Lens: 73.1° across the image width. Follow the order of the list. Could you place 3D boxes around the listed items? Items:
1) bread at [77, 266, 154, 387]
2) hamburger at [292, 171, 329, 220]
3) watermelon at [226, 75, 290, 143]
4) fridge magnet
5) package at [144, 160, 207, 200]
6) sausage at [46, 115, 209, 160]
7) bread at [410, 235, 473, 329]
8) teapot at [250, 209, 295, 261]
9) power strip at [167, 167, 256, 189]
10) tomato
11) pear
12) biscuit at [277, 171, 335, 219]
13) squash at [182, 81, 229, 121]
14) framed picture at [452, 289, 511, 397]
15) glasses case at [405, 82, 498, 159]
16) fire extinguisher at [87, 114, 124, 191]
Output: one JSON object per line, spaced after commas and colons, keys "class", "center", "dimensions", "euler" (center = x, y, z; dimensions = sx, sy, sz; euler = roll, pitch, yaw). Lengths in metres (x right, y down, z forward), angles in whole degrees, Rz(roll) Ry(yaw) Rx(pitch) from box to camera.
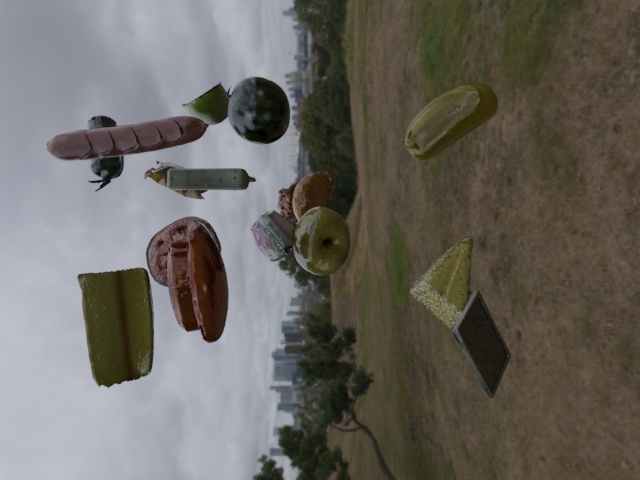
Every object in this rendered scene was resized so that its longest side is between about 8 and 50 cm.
{"class": "bread", "center": [-0.715, 0.314, 1.547], "dimensions": [0.245, 0.233, 0.361], "euler": [118, 139, -55]}
{"class": "hamburger", "center": [-0.054, -0.190, 1.998], "dimensions": [0.144, 0.157, 0.282], "euler": [-11, 64, 66]}
{"class": "watermelon", "center": [-0.236, -0.502, 1.670], "dimensions": [0.269, 0.269, 0.268], "euler": [180, 90, -88]}
{"class": "fridge magnet", "center": [-0.356, 0.126, 1.286], "dimensions": [0.363, 0.155, 0.363], "euler": [171, 90, -82]}
{"class": "package", "center": [-0.661, -0.291, 2.037], "dimensions": [0.108, 0.288, 0.223], "euler": [-57, 18, 17]}
{"class": "sausage", "center": [-0.504, -0.268, 1.142], "dimensions": [0.088, 0.433, 0.087], "euler": [-8, -90, -89]}
{"class": "bread", "center": [0.556, 0.173, 1.756], "dimensions": [0.279, 0.315, 0.248], "euler": [52, 167, 19]}
{"class": "teapot", "center": [-0.182, -0.016, 1.615], "dimensions": [0.178, 0.163, 0.221], "euler": [50, -161, -10]}
{"class": "power strip", "center": [-0.460, -0.258, 1.827], "dimensions": [0.066, 0.388, 0.092], "euler": [-14, -75, -82]}
{"class": "tomato", "center": [-0.580, 0.063, 1.885], "dimensions": [0.143, 0.338, 0.338], "euler": [75, -168, -60]}
{"class": "pear", "center": [0.000, 0.000, 1.427], "dimensions": [0.211, 0.188, 0.228], "euler": [-159, 68, -71]}
{"class": "biscuit", "center": [-0.076, -0.245, 2.323], "dimensions": [0.110, 0.318, 0.312], "euler": [62, 164, 14]}
{"class": "squash", "center": [-0.602, -0.731, 2.218], "dimensions": [0.210, 0.234, 0.309], "euler": [61, -178, 7]}
{"class": "framed picture", "center": [0.484, 0.303, 1.271], "dimensions": [0.189, 0.023, 0.260], "euler": [-43, -72, -39]}
{"class": "glasses case", "center": [0.493, -0.470, 1.675], "dimensions": [0.173, 0.371, 0.141], "euler": [62, -157, 11]}
{"class": "fire extinguisher", "center": [-0.692, -0.277, 1.389], "dimensions": [0.093, 0.118, 0.294], "euler": [88, 162, -57]}
